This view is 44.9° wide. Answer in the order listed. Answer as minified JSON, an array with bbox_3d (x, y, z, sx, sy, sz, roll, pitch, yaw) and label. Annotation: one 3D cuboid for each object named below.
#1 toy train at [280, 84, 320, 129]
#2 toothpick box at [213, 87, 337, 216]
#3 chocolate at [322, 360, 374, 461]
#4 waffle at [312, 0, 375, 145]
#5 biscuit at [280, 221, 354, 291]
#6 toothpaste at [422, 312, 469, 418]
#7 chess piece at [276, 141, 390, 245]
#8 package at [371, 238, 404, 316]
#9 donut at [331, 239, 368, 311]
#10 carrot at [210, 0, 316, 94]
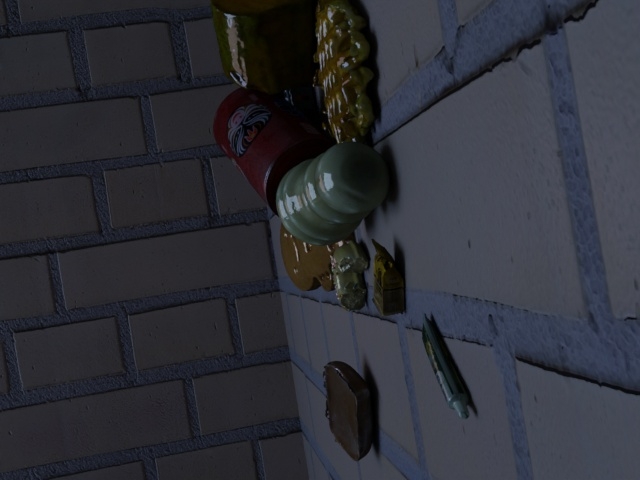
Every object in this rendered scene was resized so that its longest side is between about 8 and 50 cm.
[{"bbox_3d":[-0.059,-0.347,1.982,0.086,0.089,0.409,-24,75,58],"label":"toy train"},{"bbox_3d":[-0.096,-0.206,1.770,0.333,0.204,0.204,-130,30,-48],"label":"toothpick box"},{"bbox_3d":[0.080,0.400,1.860,0.161,0.083,0.261,44,146,47],"label":"chocolate"},{"bbox_3d":[0.038,-0.316,1.470,0.302,0.068,0.325,91,168,-47],"label":"waffle"},{"bbox_3d":[-0.023,-0.001,1.896,0.355,0.052,0.275,-34,68,61],"label":"biscuit"},{"bbox_3d":[0.184,0.190,1.168,0.204,0.032,0.049,-108,14,-54],"label":"toothpaste"},{"bbox_3d":[0.032,-0.097,1.456,0.330,0.182,0.182,150,111,-74],"label":"chess piece"},{"bbox_3d":[0.120,0.065,1.393,0.071,0.047,0.131,-113,18,-65],"label":"package"},{"bbox_3d":[0.061,0.066,1.697,0.108,0.065,0.166,-112,15,-46],"label":"donut"},{"bbox_3d":[-0.126,-0.510,1.786,0.241,0.242,0.340,-111,13,-53],"label":"carrot"}]
